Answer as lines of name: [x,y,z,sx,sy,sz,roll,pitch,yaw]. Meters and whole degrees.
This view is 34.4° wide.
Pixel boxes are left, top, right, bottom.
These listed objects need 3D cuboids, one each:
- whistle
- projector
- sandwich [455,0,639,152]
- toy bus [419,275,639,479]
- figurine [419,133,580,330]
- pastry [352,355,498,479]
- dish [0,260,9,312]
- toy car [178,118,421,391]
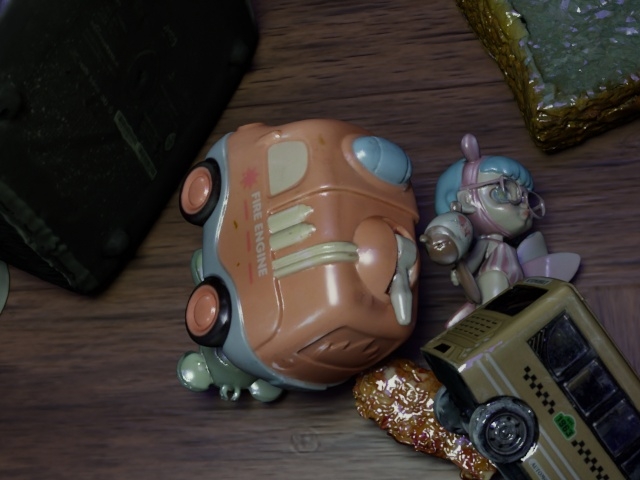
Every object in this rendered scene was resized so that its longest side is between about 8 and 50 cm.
whistle: [-0.087,0.057,1.085,0.114,0.077,0.235,10,62,-13]
projector: [-0.272,-0.199,1.049,0.242,0.395,0.405,23,71,18]
sandwich: [0.294,-0.267,1.116,0.271,0.099,0.301,-25,64,2]
toy bus: [0.220,0.178,0.873,0.157,0.139,0.289,-37,94,-6]
figurine: [0.148,0.025,1.000,0.103,0.205,0.260,-25,55,46]
pastry: [0.113,0.172,0.999,0.169,0.063,0.087,29,76,18]
dish: [-0.432,0.046,1.162,0.141,0.078,0.141,-4,67,10]
toy car: [0.000,0.000,0.984,0.212,0.180,0.270,-27,58,38]
